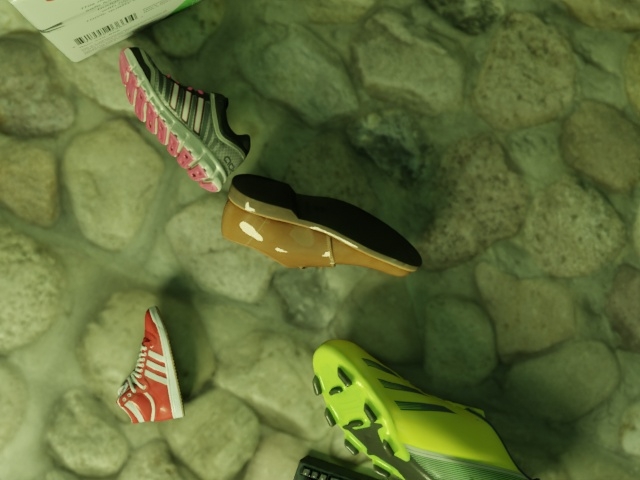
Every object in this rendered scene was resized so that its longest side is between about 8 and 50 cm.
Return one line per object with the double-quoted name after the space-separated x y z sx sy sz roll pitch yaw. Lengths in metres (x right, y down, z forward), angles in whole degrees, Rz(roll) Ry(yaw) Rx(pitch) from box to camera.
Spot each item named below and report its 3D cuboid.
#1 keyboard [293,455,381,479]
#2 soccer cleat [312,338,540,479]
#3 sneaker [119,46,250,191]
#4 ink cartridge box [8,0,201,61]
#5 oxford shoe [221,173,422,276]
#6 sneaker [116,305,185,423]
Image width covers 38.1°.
0.046 0.307 0.982 0.180 0.023 0.108 20 90 -6 "keyboard"
0.111 0.199 0.967 0.289 0.093 0.121 44 56 -2 "soccer cleat"
-0.133 -0.132 0.929 0.074 0.063 0.170 -38 85 -22 "sneaker"
-0.171 -0.271 0.804 0.211 0.289 0.122 -27 95 -5 "ink cartridge box"
0.000 0.000 0.953 0.212 0.076 0.076 19 117 -6 "oxford shoe"
-0.181 0.129 0.940 0.067 0.042 0.119 -12 95 -9 "sneaker"
